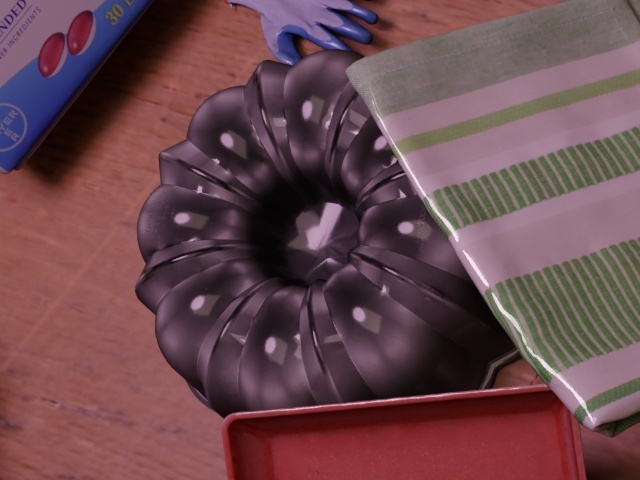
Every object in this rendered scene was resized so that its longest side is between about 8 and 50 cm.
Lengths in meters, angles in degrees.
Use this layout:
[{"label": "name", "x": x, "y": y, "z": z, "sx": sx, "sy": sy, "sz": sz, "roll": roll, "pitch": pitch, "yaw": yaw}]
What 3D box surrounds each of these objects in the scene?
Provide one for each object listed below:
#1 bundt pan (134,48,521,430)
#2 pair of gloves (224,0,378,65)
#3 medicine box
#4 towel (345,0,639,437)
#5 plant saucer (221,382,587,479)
[{"label": "bundt pan", "x": 0.000, "y": 0.000, "z": 1.229, "sx": 0.330, "sy": 0.124, "sz": 0.331, "roll": -6, "pitch": 72, "yaw": 21}, {"label": "pair of gloves", "x": 0.004, "y": -0.236, "z": 1.347, "sx": 0.159, "sy": 0.023, "sz": 0.198, "roll": 27, "pitch": 84, "yaw": 34}, {"label": "medicine box", "x": -0.298, "y": -0.249, "z": 1.326, "sx": 0.263, "sy": 0.289, "sz": 0.149, "roll": -51, "pitch": 36, "yaw": 3}, {"label": "towel", "x": 0.199, "y": -0.034, "z": 1.131, "sx": 0.247, "sy": 0.038, "sz": 0.325, "roll": -19, "pitch": 63, "yaw": -21}, {"label": "plant saucer", "x": 0.072, "y": 0.234, "z": 1.132, "sx": 0.259, "sy": 0.047, "sz": 0.259, "roll": -8, "pitch": 92, "yaw": 22}]
